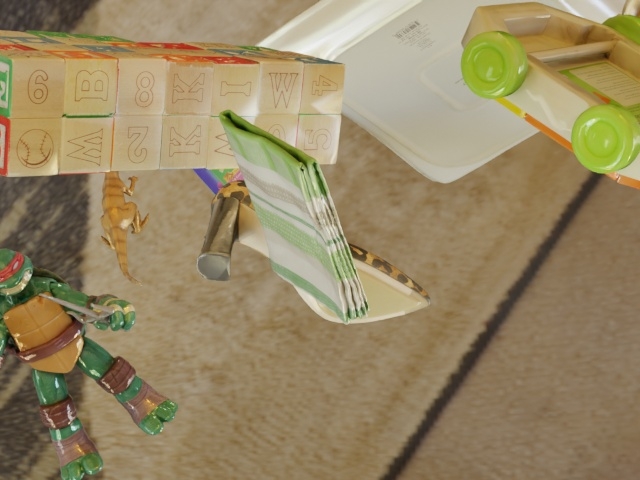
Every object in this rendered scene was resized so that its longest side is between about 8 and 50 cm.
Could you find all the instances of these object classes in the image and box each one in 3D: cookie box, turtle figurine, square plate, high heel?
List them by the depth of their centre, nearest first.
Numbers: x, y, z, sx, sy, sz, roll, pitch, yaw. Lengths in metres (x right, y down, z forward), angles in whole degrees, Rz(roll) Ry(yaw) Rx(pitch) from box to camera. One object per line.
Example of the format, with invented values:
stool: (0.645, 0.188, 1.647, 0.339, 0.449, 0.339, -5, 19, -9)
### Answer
turtle figurine: (-0.228, 0.086, 1.270, 0.175, 0.118, 0.234, -25, 120, 11)
square plate: (0.162, -0.198, 1.663, 0.344, 0.347, 0.049, 31, 41, -40)
high heel: (0.000, 0.000, 1.693, 0.261, 0.186, 0.093, 13, 122, -1)
cookie box: (-0.116, -0.101, 1.992, 0.092, 0.040, 0.107, -42, 74, -4)

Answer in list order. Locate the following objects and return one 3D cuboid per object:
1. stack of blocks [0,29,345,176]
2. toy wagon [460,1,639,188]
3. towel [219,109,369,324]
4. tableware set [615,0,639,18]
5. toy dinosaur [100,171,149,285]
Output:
stack of blocks: (-0.150, -0.114, 1.217, 0.297, 0.171, 0.087, -4, 105, -35)
toy wagon: (0.285, -0.108, 1.312, 0.344, 0.068, 0.267, 38, 31, 25)
towel: (-0.022, -0.015, 1.096, 0.023, 0.113, 0.152, -38, 132, -21)
tableware set: (0.367, -0.249, 1.526, 0.141, 0.020, 0.169, 30, 100, -43)
toy dinosaur: (-0.245, -0.019, 1.823, 0.064, 0.112, 0.211, -11, 68, 1)
